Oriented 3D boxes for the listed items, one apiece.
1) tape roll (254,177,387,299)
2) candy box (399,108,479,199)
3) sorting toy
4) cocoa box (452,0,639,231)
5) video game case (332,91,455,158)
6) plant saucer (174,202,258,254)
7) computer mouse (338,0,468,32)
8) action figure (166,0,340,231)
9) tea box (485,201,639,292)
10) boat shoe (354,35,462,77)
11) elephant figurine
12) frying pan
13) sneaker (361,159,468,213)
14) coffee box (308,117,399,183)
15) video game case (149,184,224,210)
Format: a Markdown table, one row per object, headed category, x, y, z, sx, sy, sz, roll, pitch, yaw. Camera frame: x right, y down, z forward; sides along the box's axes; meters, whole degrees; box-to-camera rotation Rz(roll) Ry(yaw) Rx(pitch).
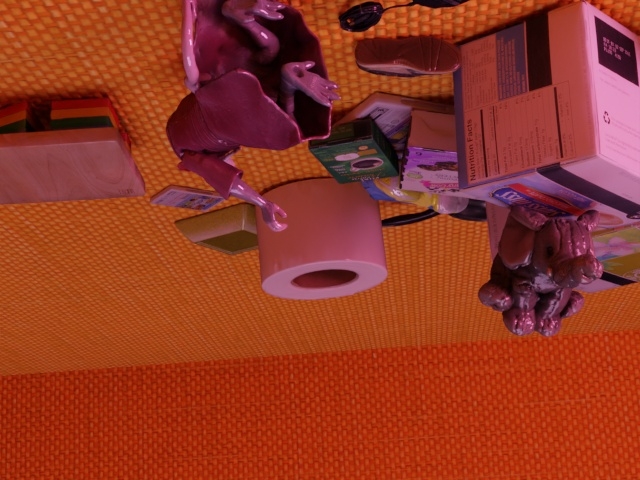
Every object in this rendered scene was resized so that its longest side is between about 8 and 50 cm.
| category | x | y | z | sx | sy | sz | roll | pitch | yaw |
| --- | --- | --- | --- | --- | --- | --- | --- | --- | --- |
| tape roll | 0.000 | 0.000 | 2.350 | 0.246 | 0.169 | 0.246 | -6 | 162 | -2 |
| candy box | 0.219 | -0.137 | 2.001 | 0.165 | 0.070 | 0.196 | 7 | 162 | 2 |
| sorting toy | -0.426 | -0.145 | 1.939 | 0.255 | 0.089 | 0.257 | -3 | 164 | 1 |
| cocoa box | 0.380 | -0.164 | 1.782 | 0.228 | 0.231 | 0.347 | -14 | 160 | 39 |
| video game case | 0.119 | -0.187 | 2.021 | 0.183 | 0.023 | 0.201 | 6 | 160 | -28 |
| plant saucer | -0.171 | -0.016 | 2.495 | 0.188 | 0.045 | 0.188 | -14 | 160 | 31 |
| computer mouse | 0.113 | -0.318 | 1.575 | 0.242 | 0.041 | 0.071 | -10 | 165 | 43 |
| action figure | -0.134 | -0.165 | 1.659 | 0.276 | 0.248 | 0.370 | 7 | 158 | -29 |
| tea box | 0.517 | -0.064 | 2.165 | 0.323 | 0.220 | 0.329 | -19 | 157 | 40 |
| boat shoe | 0.124 | -0.260 | 1.735 | 0.152 | 0.056 | 0.049 | 6 | 168 | 1 |
| elephant figurine | 0.337 | 0.018 | 1.745 | 0.169 | 0.186 | 0.239 | -30 | 155 | -31 |
| frying pan | 0.292 | -0.064 | 2.415 | 0.326 | 0.053 | 0.197 | -14 | 161 | 36 |
| sneaker | 0.168 | -0.105 | 2.236 | 0.126 | 0.091 | 0.240 | 6 | 174 | 43 |
| coffee box | 0.057 | -0.146 | 2.030 | 0.113 | 0.040 | 0.184 | -9 | 162 | 17 |
| video game case | -0.252 | -0.080 | 2.324 | 0.122 | 0.011 | 0.087 | 8 | 159 | -34 |
